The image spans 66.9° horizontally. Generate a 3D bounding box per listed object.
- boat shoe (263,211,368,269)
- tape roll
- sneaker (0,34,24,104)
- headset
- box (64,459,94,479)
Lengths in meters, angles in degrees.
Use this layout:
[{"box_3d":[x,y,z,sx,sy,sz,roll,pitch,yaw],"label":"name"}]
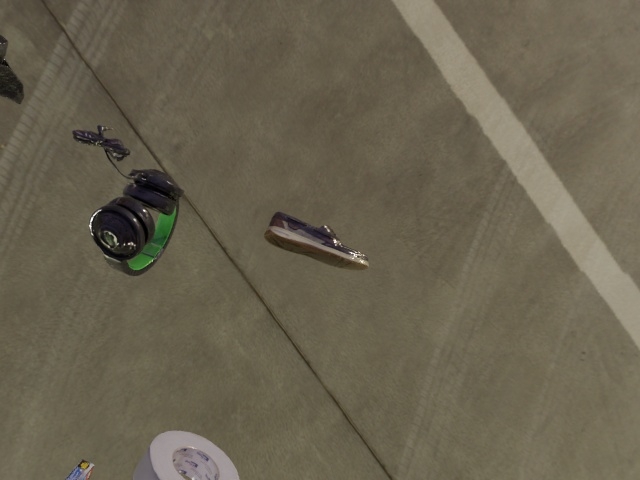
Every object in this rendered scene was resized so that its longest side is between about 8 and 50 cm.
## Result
[{"box_3d":[0.000,0.000,0.674,0.152,0.056,0.049,20,70,-12],"label":"boat shoe"},{"box_3d":[-0.287,0.516,1.051,0.219,0.219,0.072,31,95,-5],"label":"tape roll"},{"box_3d":[-0.464,-0.225,0.612,0.051,0.170,0.089,47,121,20],"label":"sneaker"},{"box_3d":[-0.444,-0.085,1.122,0.185,0.394,0.243,22,55,6],"label":"headset"},{"box_3d":[-0.454,0.473,0.856,0.027,0.094,0.136,25,105,0],"label":"box"}]
